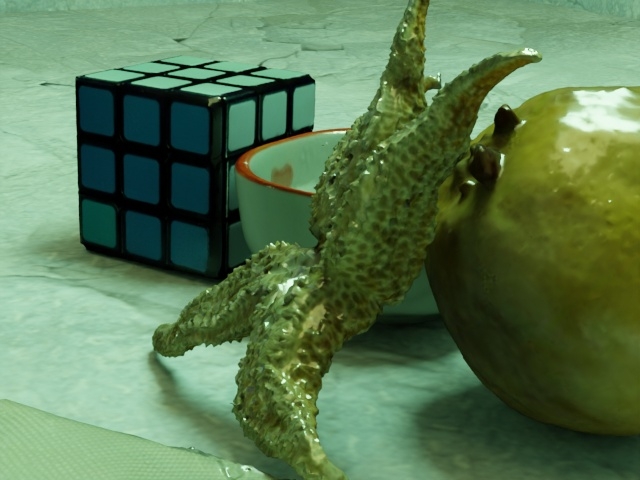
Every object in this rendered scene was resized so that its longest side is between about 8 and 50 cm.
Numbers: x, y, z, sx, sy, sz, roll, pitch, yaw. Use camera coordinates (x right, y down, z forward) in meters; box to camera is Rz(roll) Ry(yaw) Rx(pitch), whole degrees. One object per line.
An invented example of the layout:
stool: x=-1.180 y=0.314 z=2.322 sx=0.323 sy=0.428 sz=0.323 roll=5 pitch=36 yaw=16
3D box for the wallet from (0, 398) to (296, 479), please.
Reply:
wallet: x=-0.097 y=0.158 z=0.496 sx=0.335 sy=0.068 sz=0.275 roll=12 pitch=19 yaw=4

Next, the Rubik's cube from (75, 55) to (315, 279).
Rubik's cube: x=-0.111 y=-0.071 z=1.048 sx=0.162 sy=0.160 sz=0.163 roll=12 pitch=20 yaw=27

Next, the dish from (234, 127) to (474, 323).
dish: x=0.057 y=-0.009 z=0.947 sx=0.256 sy=0.117 sz=0.256 roll=2 pitch=19 yaw=-1

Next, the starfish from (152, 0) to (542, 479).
starfish: x=0.019 y=-0.018 z=0.727 sx=0.084 sy=0.293 sz=0.301 roll=32 pitch=-5 yaw=-19

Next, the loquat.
loquat: x=0.180 y=0.014 z=0.742 sx=0.238 sy=0.238 sz=0.193 roll=-2 pitch=-3 yaw=-11
